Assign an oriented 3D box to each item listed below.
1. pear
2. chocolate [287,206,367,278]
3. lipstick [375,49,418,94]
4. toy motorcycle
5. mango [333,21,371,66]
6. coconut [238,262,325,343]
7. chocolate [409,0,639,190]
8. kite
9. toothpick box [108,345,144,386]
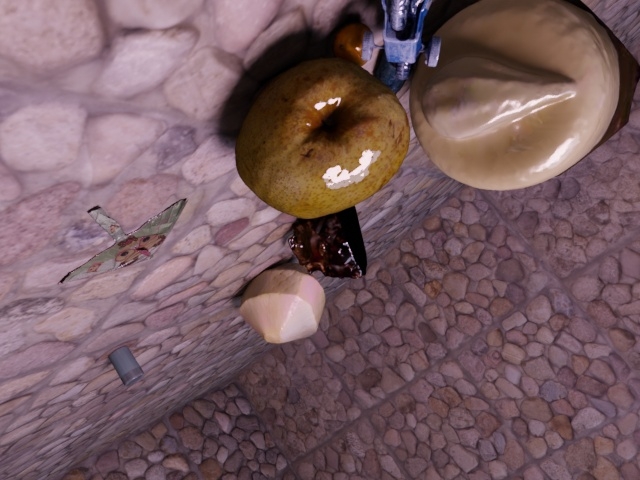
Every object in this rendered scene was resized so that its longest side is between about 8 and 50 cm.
[{"bbox_3d":[0.000,-0.130,0.645,0.228,0.189,0.211,-21,170,-8],"label":"pear"},{"bbox_3d":[0.000,0.000,1.209,0.176,0.225,0.206,-16,173,15],"label":"chocolate"},{"bbox_3d":[0.108,-0.245,0.857,0.053,0.054,0.234,-33,169,-16],"label":"lipstick"},{"bbox_3d":[0.101,-0.280,0.579,0.254,0.092,0.136,-9,107,-80],"label":"toy motorcycle"},{"bbox_3d":[0.047,-0.256,0.660,0.060,0.046,0.089,-44,169,18],"label":"mango"},{"bbox_3d":[-0.110,0.194,1.473,0.259,0.259,0.259,-35,168,-9],"label":"coconut"},{"bbox_3d":[0.307,-0.233,0.770,0.326,0.314,0.297,-41,175,24],"label":"chocolate"},{"bbox_3d":[-0.295,0.001,0.744,0.229,0.012,0.250,-36,167,-10],"label":"kite"},{"bbox_3d":[-0.470,0.304,1.200,0.052,0.083,0.052,-34,168,-9],"label":"toothpick box"}]
